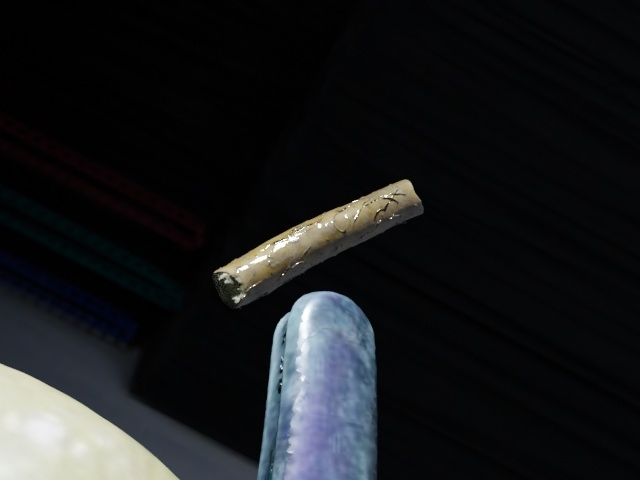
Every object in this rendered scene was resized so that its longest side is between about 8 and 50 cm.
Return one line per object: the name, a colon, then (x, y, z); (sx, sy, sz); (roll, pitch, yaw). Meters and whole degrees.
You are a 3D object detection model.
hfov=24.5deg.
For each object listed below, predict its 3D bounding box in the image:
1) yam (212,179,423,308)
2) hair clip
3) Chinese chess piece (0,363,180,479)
yam: (0.000, 0.000, 0.937); (0.145, 0.032, 0.032); (-26, -8, -20)
hair clip: (-0.017, 0.144, 0.303); (0.083, 0.048, 0.275); (-10, 63, 66)
Chinese chess piece: (-0.137, 0.152, 0.506); (0.257, 0.257, 0.104); (-57, 2, 41)
